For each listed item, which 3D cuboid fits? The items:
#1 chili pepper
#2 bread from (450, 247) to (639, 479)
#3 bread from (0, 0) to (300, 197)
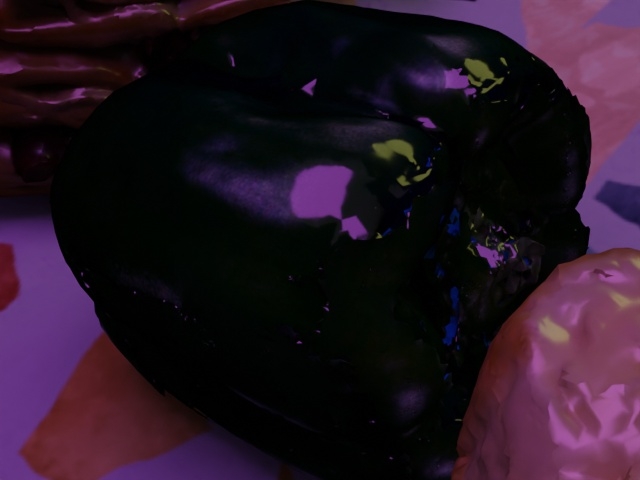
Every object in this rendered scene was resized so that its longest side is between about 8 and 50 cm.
[{"bbox_3d":[0.000,0.000,0.874,0.256,0.233,0.248,18,36,33],"label":"chili pepper"},{"bbox_3d":[0.116,0.200,0.507,0.165,0.375,0.237,-11,48,-17],"label":"bread"},{"bbox_3d":[-0.103,-0.204,1.094,0.369,0.192,0.314,-14,46,-7],"label":"bread"}]
